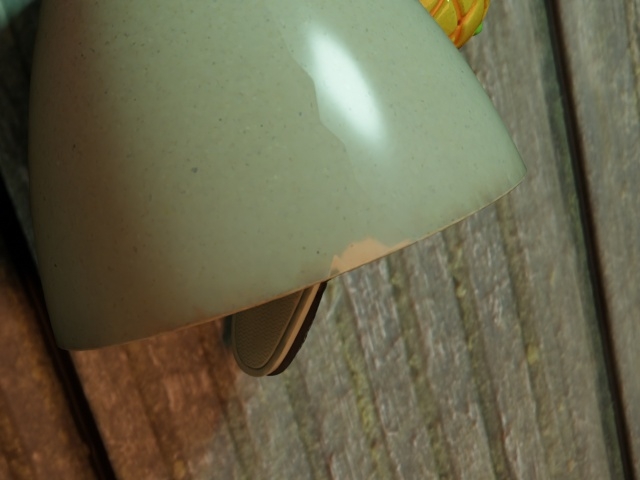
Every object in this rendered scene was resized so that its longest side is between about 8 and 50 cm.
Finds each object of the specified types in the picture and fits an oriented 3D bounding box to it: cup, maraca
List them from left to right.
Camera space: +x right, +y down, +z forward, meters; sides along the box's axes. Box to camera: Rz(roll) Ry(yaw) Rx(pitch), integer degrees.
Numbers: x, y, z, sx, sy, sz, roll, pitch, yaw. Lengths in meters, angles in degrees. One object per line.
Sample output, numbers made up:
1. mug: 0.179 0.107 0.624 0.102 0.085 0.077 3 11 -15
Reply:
1. cup: -0.058 -0.099 1.286 0.331 0.331 0.237 -24 98 -33
2. maraca: 0.086 -0.199 1.493 0.186 0.099 0.127 -27 117 -57

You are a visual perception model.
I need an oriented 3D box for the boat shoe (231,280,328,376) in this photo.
1. boat shoe: 0.000 0.000 1.515 0.079 0.084 0.233 17 95 -45
